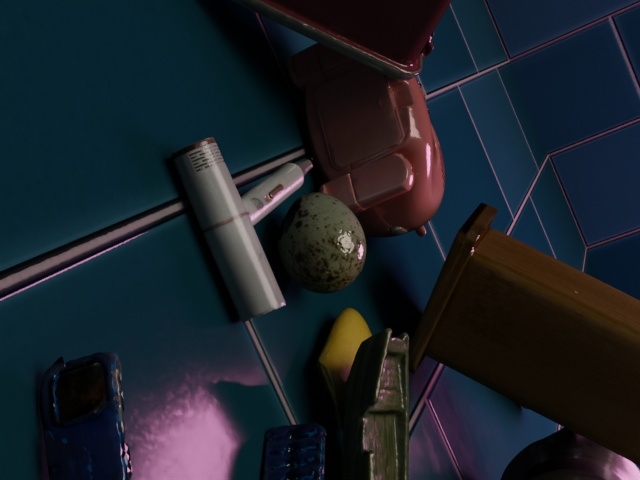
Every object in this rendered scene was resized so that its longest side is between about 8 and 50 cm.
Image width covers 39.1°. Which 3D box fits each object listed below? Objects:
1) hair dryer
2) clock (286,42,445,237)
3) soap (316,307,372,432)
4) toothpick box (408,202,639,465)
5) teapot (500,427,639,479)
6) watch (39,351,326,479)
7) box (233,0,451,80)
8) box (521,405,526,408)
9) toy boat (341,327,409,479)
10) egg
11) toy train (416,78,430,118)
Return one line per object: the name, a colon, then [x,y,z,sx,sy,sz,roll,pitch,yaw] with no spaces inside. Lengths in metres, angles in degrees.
hair dryer: [-0.040,-0.025,0.813,0.183,0.044,0.155,-23,92,-54]
clock: [0.084,-0.119,1.107,0.241,0.142,0.227,29,44,-63]
soap: [0.025,0.127,0.878,0.089,0.033,0.168,65,23,-11]
toothpick box: [0.282,0.116,1.079,0.308,0.190,0.187,26,18,12]
teapot: [0.283,0.375,0.996,0.344,0.253,0.300,-9,94,-72]
watch: [-0.059,0.228,0.573,0.276,0.068,0.274,33,36,-55]
box: [0.022,-0.326,0.956,0.294,0.167,0.193,23,38,-15]
box: [0.348,0.178,1.440,0.210,0.148,0.129,44,44,-45]
toy boat: [0.056,0.226,0.792,0.093,0.055,0.293,24,59,-63]
egg: [0.000,0.000,0.871,0.085,0.085,0.110,38,29,-51]
toy train: [0.160,-0.221,1.501,0.064,0.044,0.103,49,27,-61]
